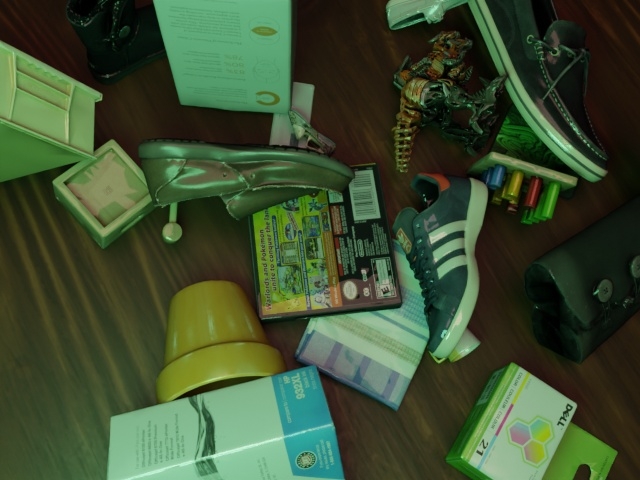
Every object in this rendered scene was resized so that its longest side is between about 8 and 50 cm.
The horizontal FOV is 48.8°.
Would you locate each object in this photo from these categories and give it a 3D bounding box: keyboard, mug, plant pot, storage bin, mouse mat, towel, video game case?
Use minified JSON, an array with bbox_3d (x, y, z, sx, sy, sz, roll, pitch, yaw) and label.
[{"bbox_3d":[-0.060,-0.192,1.352,0.072,0.014,0.256,10,71,-9],"label":"keyboard"},{"bbox_3d":[0.231,0.174,1.239,0.078,0.062,0.064,-25,68,-21],"label":"mug"},{"bbox_3d":[-0.166,0.174,1.126,0.205,0.205,0.188,-11,58,-11],"label":"plant pot"},{"bbox_3d":[-0.535,-0.192,1.109,0.262,0.260,0.123,-9,75,23],"label":"storage bin"},{"bbox_3d":[0.442,-0.180,1.414,0.189,0.007,0.153,27,70,3],"label":"mouse mat"},{"bbox_3d":[0.099,0.128,1.250,0.209,0.034,0.285,25,70,2],"label":"towel"},{"bbox_3d":[0.000,0.000,1.250,0.248,0.035,0.275,-6,69,-4],"label":"video game case"}]

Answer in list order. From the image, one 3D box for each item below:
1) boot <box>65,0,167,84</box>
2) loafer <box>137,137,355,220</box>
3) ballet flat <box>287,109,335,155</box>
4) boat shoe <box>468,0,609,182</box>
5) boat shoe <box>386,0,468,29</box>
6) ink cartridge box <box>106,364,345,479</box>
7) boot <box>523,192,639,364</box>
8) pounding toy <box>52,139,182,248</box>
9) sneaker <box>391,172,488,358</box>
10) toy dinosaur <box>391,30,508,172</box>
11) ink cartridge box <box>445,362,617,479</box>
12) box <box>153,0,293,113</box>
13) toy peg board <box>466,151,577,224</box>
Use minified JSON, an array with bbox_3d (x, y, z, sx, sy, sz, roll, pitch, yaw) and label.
[{"bbox_3d":[-0.336,-0.412,1.286,0.246,0.207,0.094,-40,80,-18],"label":"boot"},{"bbox_3d":[-0.124,-0.101,1.207,0.366,0.134,0.130,3,99,-8],"label":"loafer"},{"bbox_3d":[-0.023,-0.199,1.334,0.114,0.041,0.041,39,70,-9],"label":"ballet flat"},{"bbox_3d":[0.441,-0.345,1.360,0.187,0.156,0.500,8,58,-51],"label":"boat shoe"},{"bbox_3d":[0.220,-0.467,1.421,0.184,0.066,0.063,-5,84,21],"label":"boat shoe"},{"bbox_3d":[-0.126,0.333,1.025,0.307,0.223,0.129,-13,36,-6],"label":"ink cartridge box"},{"bbox_3d":[0.532,-0.046,1.248,0.445,0.146,0.367,-30,107,-14],"label":"boot"},{"bbox_3d":[-0.324,-0.066,1.236,0.181,0.094,0.206,-42,90,-23],"label":"pounding toy"},{"bbox_3d":[0.188,0.030,1.211,0.148,0.131,0.350,16,56,-4],"label":"sneaker"},{"bbox_3d":[0.230,-0.263,1.366,0.218,0.164,0.322,23,88,16],"label":"toy dinosaur"},{"bbox_3d":[0.370,0.354,1.175,0.255,0.097,0.189,33,70,5],"label":"ink cartridge box"},{"bbox_3d":[-0.150,-0.383,1.219,0.215,0.345,0.168,5,70,-1],"label":"box"},{"bbox_3d":[0.357,-0.089,1.298,0.160,0.161,0.079,17,85,-1],"label":"toy peg board"}]
